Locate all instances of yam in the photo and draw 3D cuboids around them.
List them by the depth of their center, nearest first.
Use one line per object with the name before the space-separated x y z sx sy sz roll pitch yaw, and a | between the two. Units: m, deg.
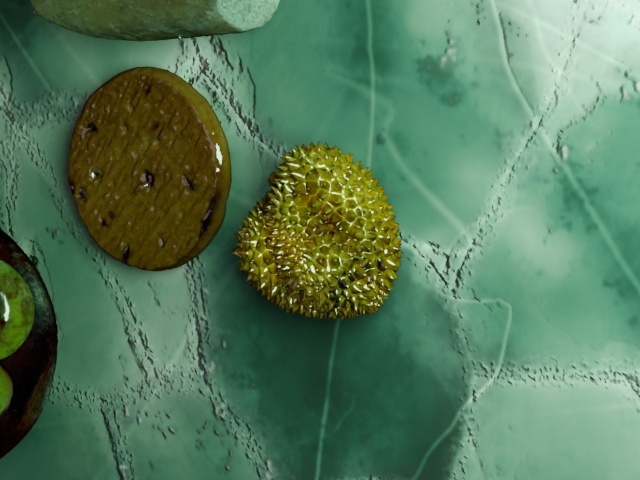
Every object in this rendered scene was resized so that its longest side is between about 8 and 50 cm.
yam | -0.161 -0.245 1.644 0.259 0.106 0.106 4 101 38

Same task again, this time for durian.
durian | 0.000 0.000 1.562 0.168 0.137 0.158 54 145 -1

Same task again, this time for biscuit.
biscuit | -0.173 -0.073 1.726 0.212 0.036 0.212 7 102 34

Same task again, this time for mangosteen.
mangosteen | -0.421 0.104 1.750 0.359 0.306 0.306 162 92 -78
